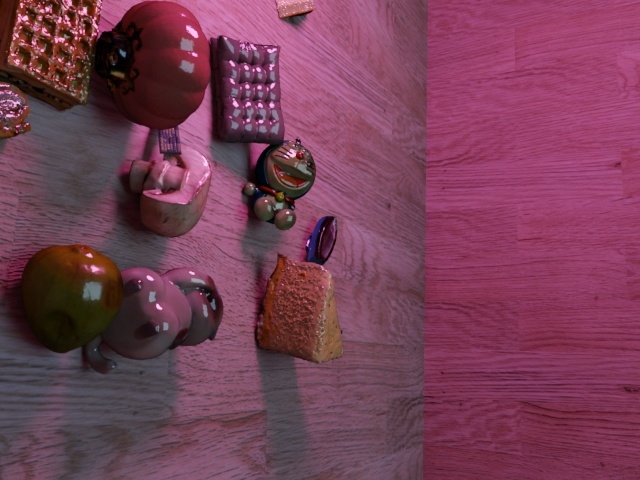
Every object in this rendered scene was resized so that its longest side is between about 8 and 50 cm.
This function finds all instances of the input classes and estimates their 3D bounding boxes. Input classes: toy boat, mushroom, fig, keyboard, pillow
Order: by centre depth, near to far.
[{"bbox_3d":[-0.513,0.123,1.348,0.207,0.207,0.229,-2,89,-61],"label":"fig"},{"bbox_3d":[-0.389,-0.111,1.655,0.253,0.195,0.188,-80,-177,-53],"label":"mushroom"},{"bbox_3d":[-0.396,-0.284,1.689,0.014,0.056,0.176,106,-24,-44],"label":"keyboard"},{"bbox_3d":[-0.224,-0.460,1.995,0.228,0.101,0.325,-3,92,-36],"label":"pillow"},{"bbox_3d":[0.000,0.000,2.414,0.100,0.097,0.223,41,52,-34],"label":"toy boat"}]

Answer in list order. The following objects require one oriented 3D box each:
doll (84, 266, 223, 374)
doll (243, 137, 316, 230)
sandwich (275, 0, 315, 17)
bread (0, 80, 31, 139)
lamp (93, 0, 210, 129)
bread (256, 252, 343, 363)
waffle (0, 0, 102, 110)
[{"bbox_3d":[-0.381,0.171,1.579,0.215,0.226,0.370,54,31,14],"label":"doll"},{"bbox_3d":[-0.130,-0.193,2.113,0.199,0.186,0.321,32,74,-21],"label":"doll"},{"bbox_3d":[-0.107,-0.891,2.401,0.187,0.144,0.117,-123,-160,-73],"label":"sandwich"},{"bbox_3d":[-0.649,-0.259,1.285,0.156,0.064,0.117,-35,118,-56],"label":"bread"},{"bbox_3d":[-0.402,-0.416,1.530,0.240,0.306,0.305,-1,88,-43],"label":"lamp"},{"bbox_3d":[-0.045,0.237,2.152,0.279,0.249,0.315,30,74,-63],"label":"bread"},{"bbox_3d":[-0.586,-0.463,1.395,0.213,0.091,0.307,25,65,-58],"label":"waffle"}]
